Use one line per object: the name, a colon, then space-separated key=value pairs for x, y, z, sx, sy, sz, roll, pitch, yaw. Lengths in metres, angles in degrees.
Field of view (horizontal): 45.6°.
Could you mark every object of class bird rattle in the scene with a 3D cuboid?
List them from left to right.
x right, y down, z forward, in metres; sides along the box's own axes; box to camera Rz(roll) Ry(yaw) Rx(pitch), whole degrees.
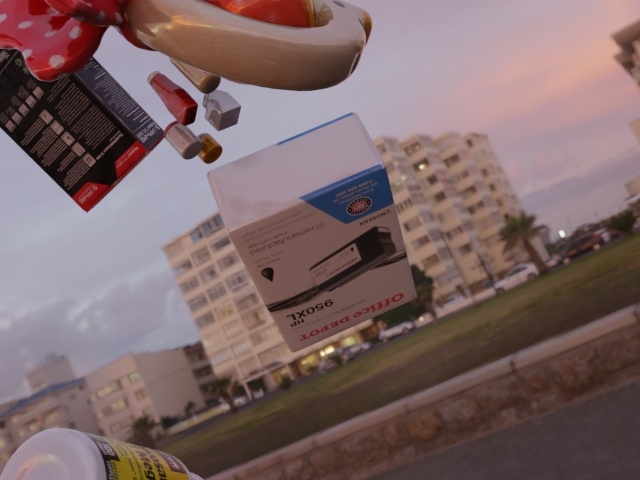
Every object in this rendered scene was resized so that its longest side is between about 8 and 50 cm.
bird rattle: x=-0.071 y=-0.157 z=0.477 sx=0.253 sy=0.207 sz=0.143 roll=-45 pitch=-24 yaw=-67

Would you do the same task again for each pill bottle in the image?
pill bottle: x=-0.310 y=0.407 z=1.168 sx=0.188 sy=0.188 sz=0.334 roll=-27 pitch=-32 yaw=15

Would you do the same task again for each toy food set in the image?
toy food set: x=-0.194 y=-0.224 z=1.163 sx=0.111 sy=0.104 sz=0.232 roll=-29 pitch=-25 yaw=-35

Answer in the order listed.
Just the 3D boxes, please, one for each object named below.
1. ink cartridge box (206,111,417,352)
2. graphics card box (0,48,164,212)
ink cartridge box: x=0.000 y=0.000 z=1.419 sx=0.285 sy=0.166 sz=0.395 roll=-23 pitch=-41 yaw=-2
graphics card box: x=-0.505 y=-0.260 z=1.466 sx=0.233 sy=0.371 sz=0.094 roll=-36 pitch=15 yaw=33
